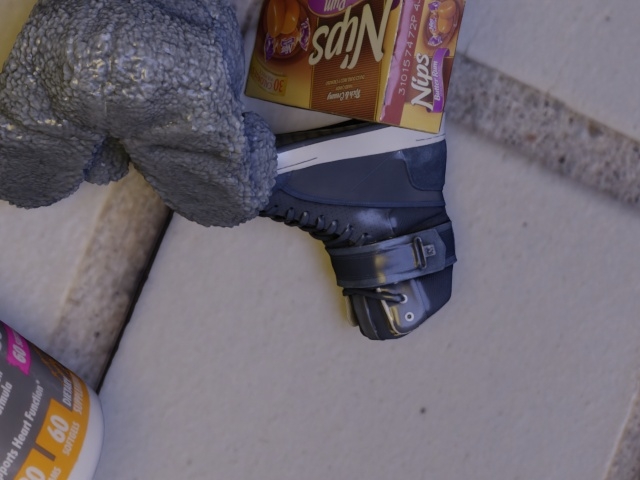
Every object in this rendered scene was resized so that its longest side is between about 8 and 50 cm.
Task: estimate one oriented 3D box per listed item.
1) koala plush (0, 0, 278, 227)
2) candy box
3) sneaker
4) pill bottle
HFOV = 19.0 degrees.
[{"bbox_3d":[-0.115,-0.149,1.221,0.196,0.203,0.221,6,67,0],"label":"koala plush"},{"bbox_3d":[0.022,-0.137,1.294,0.053,0.187,0.109,9,95,-30],"label":"candy box"},{"bbox_3d":[0.002,0.000,1.366,0.226,0.086,0.163,-11,102,-28],"label":"sneaker"},{"bbox_3d":[-0.282,0.088,1.180,0.278,0.162,0.162,39,79,-29],"label":"pill bottle"}]
